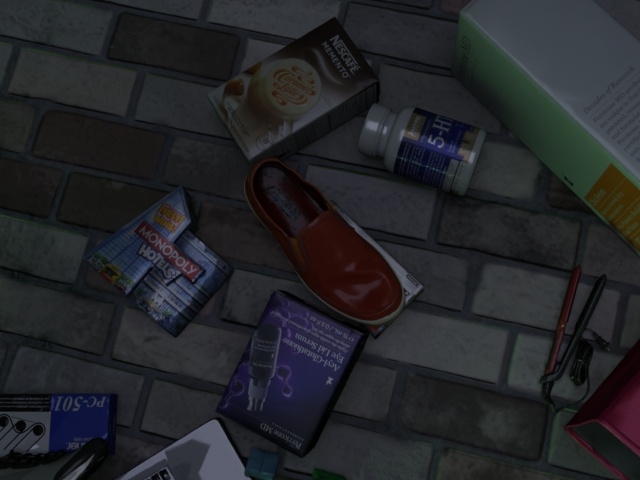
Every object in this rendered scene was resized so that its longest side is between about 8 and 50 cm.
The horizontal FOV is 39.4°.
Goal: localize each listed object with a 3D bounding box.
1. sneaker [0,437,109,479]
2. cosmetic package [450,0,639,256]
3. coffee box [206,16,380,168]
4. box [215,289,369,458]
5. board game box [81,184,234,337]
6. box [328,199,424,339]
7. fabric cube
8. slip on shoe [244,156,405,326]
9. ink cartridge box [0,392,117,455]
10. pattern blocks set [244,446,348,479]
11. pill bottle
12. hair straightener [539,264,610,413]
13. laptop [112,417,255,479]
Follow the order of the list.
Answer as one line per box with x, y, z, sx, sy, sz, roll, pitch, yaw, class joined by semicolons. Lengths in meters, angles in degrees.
-0.440;0.356;1.335;0.271;0.100;0.108;-28;87;11;sneaker
0.414;-0.198;1.360;0.161;0.230;0.453;-41;77;-5;cosmetic package
-0.042;-0.235;1.469;0.246;0.098;0.141;-32;77;-3;coffee box
-0.039;0.198;1.350;0.153;0.108;0.207;25;88;10;box
-0.246;0.020;1.446;0.194;0.060;0.194;38;83;11;board game box
0.052;0.045;1.429;0.114;0.036;0.207;-45;78;-6;box
0.535;0.244;1.234;0.254;0.259;0.258;42;83;13;fabric cube
0.000;0.000;1.373;0.123;0.101;0.331;-40;79;-7;slip on shoe
-0.427;0.289;1.405;0.207;0.046;0.097;0;79;4;ink cartridge box
-0.058;0.430;1.246;0.285;0.325;0.026;20;123;11;pattern blocks set
0.160;-0.151;1.428;0.186;0.112;0.112;19;79;8;pill bottle
0.401;0.158;1.371;0.089;0.047;0.231;18;79;8;hair straightener
-0.242;0.513;1.243;0.407;0.236;0.382;-31;77;-3;laptop
